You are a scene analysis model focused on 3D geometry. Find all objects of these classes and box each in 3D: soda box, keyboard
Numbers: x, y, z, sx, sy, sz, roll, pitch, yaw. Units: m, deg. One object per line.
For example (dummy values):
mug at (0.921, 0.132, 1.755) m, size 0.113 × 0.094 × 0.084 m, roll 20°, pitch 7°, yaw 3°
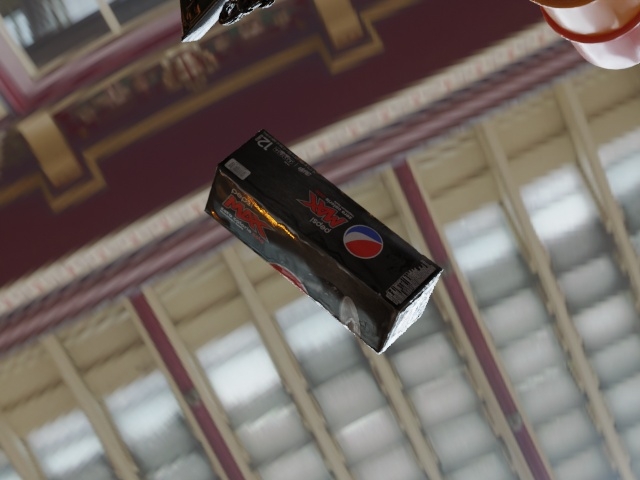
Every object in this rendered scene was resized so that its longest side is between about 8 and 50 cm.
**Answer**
soda box at (0.000, 0.000, 1.232) m, size 0.169 × 0.060 × 0.053 m, roll 39°, pitch -126°, yaw 14°
keyboard at (-0.049, -0.195, 1.183) m, size 0.023 × 0.180 × 0.108 m, roll 7°, pitch -116°, yaw -28°

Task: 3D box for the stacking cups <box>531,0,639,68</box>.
stacking cups at (0.138, -0.176, 0.984) m, size 0.096 × 0.316 × 0.096 m, roll -9°, pitch -111°, yaw 24°
